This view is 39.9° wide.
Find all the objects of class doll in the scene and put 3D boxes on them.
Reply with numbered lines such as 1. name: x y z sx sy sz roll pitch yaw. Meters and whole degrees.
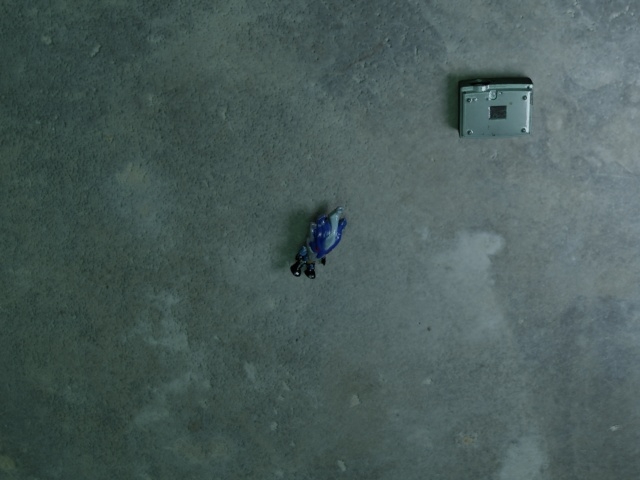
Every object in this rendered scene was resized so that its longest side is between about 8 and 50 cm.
1. doll: 0.000 0.000 1.949 0.095 0.070 0.195 10 124 -34

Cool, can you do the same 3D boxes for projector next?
1. projector: 0.356 -0.268 1.791 0.147 0.061 0.115 -2 114 5
